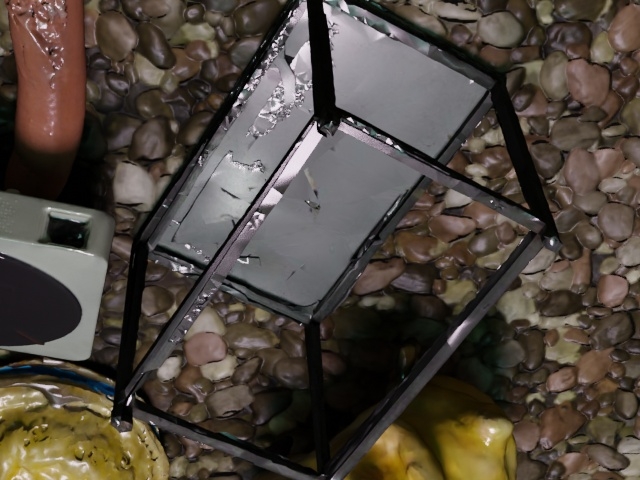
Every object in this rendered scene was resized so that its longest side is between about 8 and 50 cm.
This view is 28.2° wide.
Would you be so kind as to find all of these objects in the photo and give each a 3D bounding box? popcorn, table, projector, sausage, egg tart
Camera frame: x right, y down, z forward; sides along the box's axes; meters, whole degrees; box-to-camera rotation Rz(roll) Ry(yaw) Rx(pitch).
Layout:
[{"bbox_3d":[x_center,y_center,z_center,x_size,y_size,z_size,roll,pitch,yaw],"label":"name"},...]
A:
[{"bbox_3d":[0.077,0.269,1.277,0.297,0.281,0.316,-29,164,-28],"label":"popcorn"},{"bbox_3d":[0.000,0.000,1.105,0.222,0.272,0.335,25,119,-20],"label":"table"},{"bbox_3d":[-0.326,0.020,1.167,0.257,0.079,0.259,11,152,-9],"label":"projector"},{"bbox_3d":[-0.239,-0.151,1.107,0.078,0.078,0.304,4,125,-7],"label":"sausage"},{"bbox_3d":[-0.289,0.254,1.360,0.291,0.107,0.290,-2,125,-3],"label":"egg tart"}]
